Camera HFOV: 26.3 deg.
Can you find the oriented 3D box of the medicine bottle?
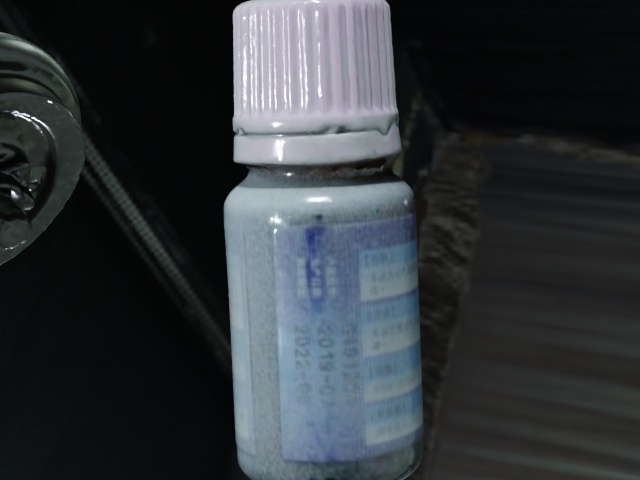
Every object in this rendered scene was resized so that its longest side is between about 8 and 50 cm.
[{"bbox_3d":[0.000,0.000,0.578,0.083,0.083,0.203,-23,-68,-64],"label":"medicine bottle"}]

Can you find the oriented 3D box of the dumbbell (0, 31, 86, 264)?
[{"bbox_3d":[-0.275,-0.086,0.876,0.192,0.290,0.192,-33,-33,-24],"label":"dumbbell"}]
